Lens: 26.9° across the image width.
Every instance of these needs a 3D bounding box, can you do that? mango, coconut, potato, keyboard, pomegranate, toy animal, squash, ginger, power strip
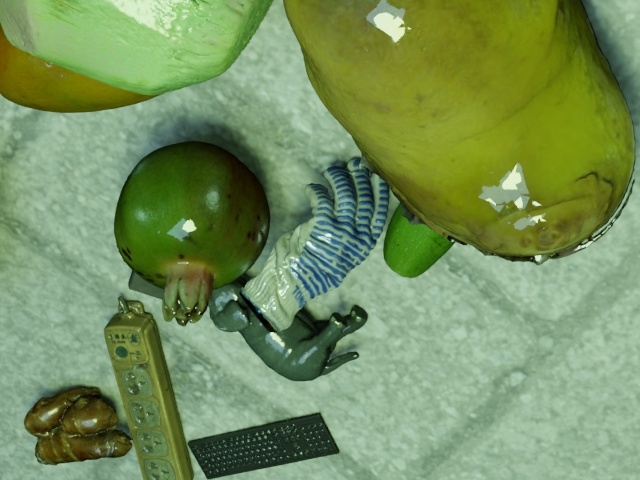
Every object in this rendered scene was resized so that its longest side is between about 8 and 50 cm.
[{"bbox_3d":[-0.264,-0.212,1.506,0.253,0.113,0.138,1,117,16],"label":"mango"},{"bbox_3d":[-0.196,-0.311,1.336,0.328,0.281,0.328,2,105,7],"label":"coconut"},{"bbox_3d":[0.103,-0.153,1.259,0.290,0.296,0.397,-18,86,23],"label":"potato"},{"bbox_3d":[-0.077,0.270,1.751,0.202,0.011,0.067,-16,111,25],"label":"keyboard"},{"bbox_3d":[-0.146,-0.004,1.481,0.180,0.209,0.180,3,144,2],"label":"pomegranate"},{"bbox_3d":[-0.069,0.071,1.600,0.269,0.082,0.137,34,118,-6],"label":"toy animal"},{"bbox_3d":[0.147,-0.066,1.464,0.082,0.082,0.292,31,121,1],"label":"squash"},{"bbox_3d":[-0.324,0.243,1.785,0.162,0.073,0.103,-9,114,30],"label":"ginger"},{"bbox_3d":[-0.225,0.211,1.751,0.064,0.044,0.305,-1,115,20],"label":"power strip"}]

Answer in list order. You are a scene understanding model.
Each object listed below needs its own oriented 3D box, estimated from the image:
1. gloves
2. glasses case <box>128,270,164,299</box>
[{"bbox_3d":[0.002,0.005,1.497,0.097,0.229,0.119,30,168,20],"label":"gloves"},{"bbox_3d":[-0.174,-0.011,1.621,0.072,0.042,0.190,20,121,-4],"label":"glasses case"}]
